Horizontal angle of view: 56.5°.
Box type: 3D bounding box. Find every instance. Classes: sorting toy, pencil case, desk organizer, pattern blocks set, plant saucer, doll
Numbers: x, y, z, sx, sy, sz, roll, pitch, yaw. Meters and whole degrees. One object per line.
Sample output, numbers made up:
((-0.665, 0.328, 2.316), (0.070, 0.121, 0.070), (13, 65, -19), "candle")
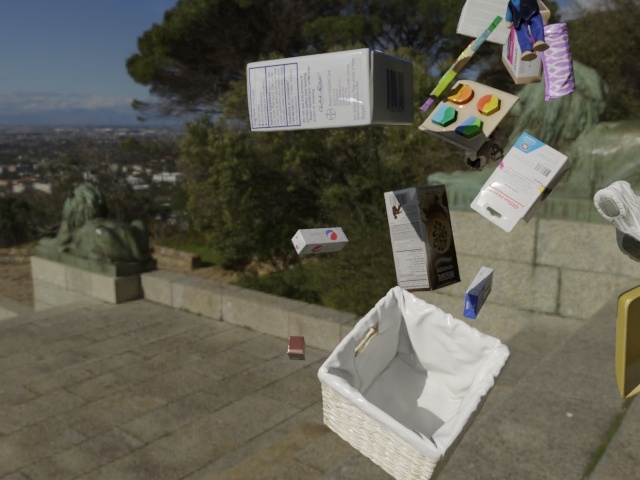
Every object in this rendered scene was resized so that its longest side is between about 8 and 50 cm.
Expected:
((0.390, -0.342, 1.580), (0.193, 0.208, 0.038), (35, -12, 39), "sorting toy")
((0.657, -0.503, 1.664), (0.088, 0.206, 0.086), (-23, 20, -10), "pencil case")
((-0.068, 0.316, 1.740), (0.047, 0.050, 0.130), (3, -19, 2), "desk organizer")
((0.389, -0.493, 1.682), (0.026, 0.325, 0.285), (40, 46, 0), "pattern blocks set")
((0.887, 0.207, 1.539), (0.332, 0.333, 0.081), (-22, 31, -12), "plant saucer")
((0.457, -0.500, 1.316), (0.046, 0.189, 0.129), (-2, -17, -27), "doll")

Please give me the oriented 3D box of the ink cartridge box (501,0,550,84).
((0.660, -0.655, 1.928), (0.088, 0.235, 0.193), (-4, 40, 4), "ink cartridge box")

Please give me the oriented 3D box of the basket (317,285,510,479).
((0.216, 0.353, 1.413), (0.331, 0.266, 0.328), (29, 53, 26), "basket")

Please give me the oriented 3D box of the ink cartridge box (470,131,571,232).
((0.399, -0.109, 1.192), (0.104, 0.181, 0.061), (41, 11, 29), "ink cartridge box")

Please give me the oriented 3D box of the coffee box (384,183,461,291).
((0.300, -0.007, 1.747), (0.118, 0.297, 0.168), (-9, 1, 43), "coffee box")

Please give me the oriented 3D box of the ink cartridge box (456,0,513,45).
((0.476, -0.654, 1.665), (0.145, 0.179, 0.045), (15, 19, 1), "ink cartridge box")

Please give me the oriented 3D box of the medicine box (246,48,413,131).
((0.029, -0.321, 1.314), (0.289, 0.149, 0.263), (3, 11, 26), "medicine box")

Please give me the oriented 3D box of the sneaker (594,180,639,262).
((0.789, -0.051, 1.485), (0.115, 0.232, 0.090), (-35, 9, -21), "sneaker")

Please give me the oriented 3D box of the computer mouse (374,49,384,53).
((0.170, -0.518, 1.737), (0.106, 0.042, 0.193), (-3, -3, 15), "computer mouse")

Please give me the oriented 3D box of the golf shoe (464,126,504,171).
((0.475, -0.260, 1.784), (0.105, 0.120, 0.273), (26, -3, 26), "golf shoe")

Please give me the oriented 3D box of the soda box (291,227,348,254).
((0.000, 0.000, 2.342), (0.216, 0.069, 0.074), (-4, 56, -38), "soda box")

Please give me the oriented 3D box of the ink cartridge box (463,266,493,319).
((0.554, 0.180, 2.083), (0.046, 0.097, 0.207), (13, 30, 26), "ink cartridge box")
